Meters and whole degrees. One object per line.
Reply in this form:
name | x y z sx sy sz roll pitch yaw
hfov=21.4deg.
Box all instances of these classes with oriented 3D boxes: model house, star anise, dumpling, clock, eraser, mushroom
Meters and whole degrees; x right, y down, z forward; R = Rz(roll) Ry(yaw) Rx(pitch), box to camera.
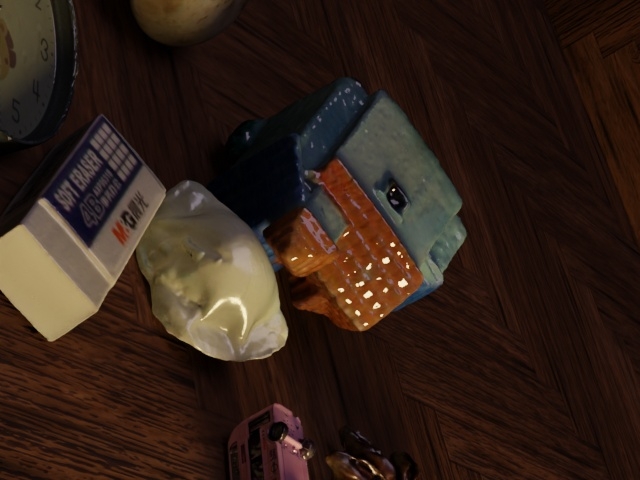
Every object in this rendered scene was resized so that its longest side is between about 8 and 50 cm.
model house | 0.000 0.000 2.112 0.295 0.251 0.329 53 31 -16
star anise | 0.096 0.352 2.049 0.288 0.088 0.288 44 30 -34
dumpling | -0.134 0.044 1.942 0.151 0.124 0.229 -25 77 -30
clock | -0.347 -0.240 1.766 0.312 0.061 0.313 -8 90 -72
eraser | -0.257 -0.020 1.791 0.124 0.081 0.279 52 25 -17
mushroom | -0.190 -0.386 2.224 0.243 0.243 0.243 44 28 -31

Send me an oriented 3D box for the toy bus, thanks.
toy bus | -0.051 0.278 1.840 0.063 0.090 0.203 38 31 -39
